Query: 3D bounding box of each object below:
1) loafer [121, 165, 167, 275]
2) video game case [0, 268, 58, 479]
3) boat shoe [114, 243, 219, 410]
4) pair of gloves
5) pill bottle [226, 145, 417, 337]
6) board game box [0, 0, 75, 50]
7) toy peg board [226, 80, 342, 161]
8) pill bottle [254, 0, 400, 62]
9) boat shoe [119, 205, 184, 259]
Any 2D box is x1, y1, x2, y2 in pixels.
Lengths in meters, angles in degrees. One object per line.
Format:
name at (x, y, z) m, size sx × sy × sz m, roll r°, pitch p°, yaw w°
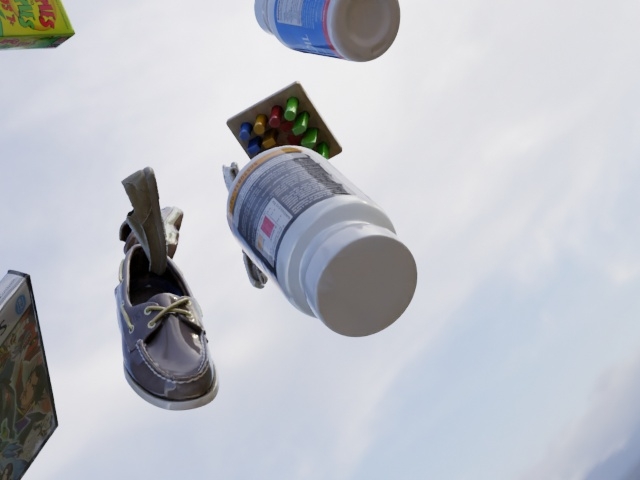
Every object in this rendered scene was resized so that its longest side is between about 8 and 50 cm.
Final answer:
loafer at (-0.234, -0.025, 1.847) m, size 0.050 × 0.148 × 0.056 m, roll -8°, pitch 10°, yaw -4°
video game case at (-0.413, 0.216, 1.721) m, size 0.248 × 0.035 × 0.275 m, roll -61°, pitch -24°, yaw -47°
boat shoe at (-0.206, 0.109, 1.809) m, size 0.116 × 0.324 × 0.097 m, roll -6°, pitch -64°, yaw -15°
pair of gloves at (-0.142, -0.027, 2.582) m, size 0.042 × 0.240 × 0.204 m, roll -16°, pitch 9°, yaw -2°
pill bottle at (0.000, 0.000, 1.697) m, size 0.162 × 0.278 × 0.162 m, roll -10°, pitch -63°, yaw -20°
board game box at (-0.392, -0.281, 1.693) m, size 0.043 × 0.092 × 0.181 m, roll -28°, pitch -8°, yaw 35°
toy peg board at (-0.069, -0.179, 2.542) m, size 0.160 × 0.161 × 0.079 m, roll -27°, pitch 23°, yaw 17°
pill bottle at (0.002, -0.324, 1.967) m, size 0.124 × 0.221 × 0.124 m, roll -10°, pitch -73°, yaw -32°
boat shoe at (-0.285, -0.016, 2.309) m, size 0.257 × 0.095 × 0.095 m, roll -116°, pitch 47°, yaw -78°
